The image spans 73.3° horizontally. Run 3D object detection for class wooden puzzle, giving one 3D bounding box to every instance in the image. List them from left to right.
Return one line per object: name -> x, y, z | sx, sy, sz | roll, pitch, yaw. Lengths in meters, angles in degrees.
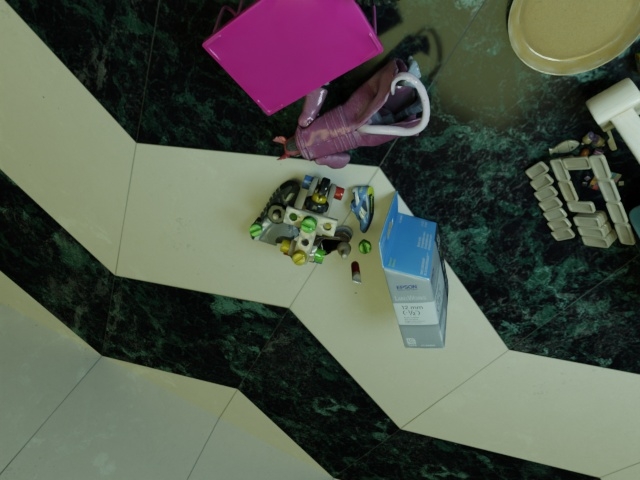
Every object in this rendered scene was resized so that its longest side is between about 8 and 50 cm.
wooden puzzle -> 0.652, -0.137, 0.989 | 0.083, 0.006, 0.049 | 17, 129, 8

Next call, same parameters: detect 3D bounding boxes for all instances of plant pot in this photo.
plant pot -> 0.477, -0.426, 0.798 | 0.237, 0.032, 0.236 | 12, 140, 10

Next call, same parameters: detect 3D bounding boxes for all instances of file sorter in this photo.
file sorter -> -0.050, -0.443, 0.878 | 0.291, 0.182, 0.202 | -19, 140, 30

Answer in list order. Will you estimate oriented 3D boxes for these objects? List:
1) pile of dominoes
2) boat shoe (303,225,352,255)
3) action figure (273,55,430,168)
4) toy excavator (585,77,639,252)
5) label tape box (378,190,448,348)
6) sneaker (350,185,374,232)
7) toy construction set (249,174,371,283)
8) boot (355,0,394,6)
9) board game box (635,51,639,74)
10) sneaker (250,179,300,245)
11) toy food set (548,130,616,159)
pile of dominoes -> 0.592, -0.093, 0.981 | 0.251, 0.040, 0.196 | 55, 163, -21
boat shoe -> 0.008, 0.010, 1.293 | 0.183, 0.066, 0.066 | -24, 114, 32
action figure -> 0.062, -0.242, 0.971 | 0.370, 0.275, 0.248 | -20, 123, 15
toy excavator -> 0.716, -0.065, 0.847 | 0.222, 0.432, 0.445 | -30, 142, 35
label tape box -> 0.257, 0.074, 1.132 | 0.115, 0.249, 0.347 | -3, 124, 22
sneaker -> 0.115, -0.088, 1.194 | 0.059, 0.053, 0.144 | 10, 123, 20
toy construction set -> 0.000, 0.000, 1.094 | 0.309, 0.237, 0.257 | 40, 104, -10
boot -> 0.212, -0.512, 0.683 | 0.348, 0.260, 0.131 | -27, 105, 39
board game box -> 0.686, -0.342, 0.769 | 0.181, 0.092, 0.043 | -15, 119, 29
sneaker -> -0.099, -0.071, 1.277 | 0.132, 0.086, 0.228 | 25, 122, -30
toy food set -> 0.586, -0.197, 0.960 | 0.122, 0.019, 0.078 | -22, 115, 32
